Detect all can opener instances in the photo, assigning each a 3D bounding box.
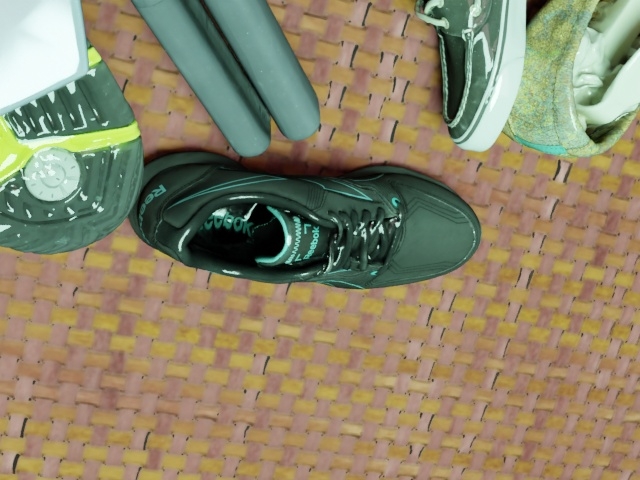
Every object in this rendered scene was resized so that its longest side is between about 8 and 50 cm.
[{"bbox_3d":[-0.077,-0.137,0.601,0.076,0.095,0.283,-18,139,13],"label":"can opener"}]

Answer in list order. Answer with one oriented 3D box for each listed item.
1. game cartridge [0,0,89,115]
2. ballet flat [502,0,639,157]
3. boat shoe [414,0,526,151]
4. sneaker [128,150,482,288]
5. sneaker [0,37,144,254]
[{"bbox_3d":[-0.235,-0.180,0.460,0.196,0.060,0.294,-26,112,-4],"label":"game cartridge"},{"bbox_3d":[0.254,-0.206,0.721,0.123,0.123,0.348,31,97,-24],"label":"ballet flat"},{"bbox_3d":[0.101,-0.173,0.714,0.070,0.078,0.219,2,100,-18],"label":"boat shoe"},{"bbox_3d":[0.000,0.000,0.725,0.268,0.106,0.101,3,107,-19],"label":"sneaker"},{"bbox_3d":[-0.260,-0.136,0.574,0.385,0.147,0.145,39,92,-23],"label":"sneaker"}]
